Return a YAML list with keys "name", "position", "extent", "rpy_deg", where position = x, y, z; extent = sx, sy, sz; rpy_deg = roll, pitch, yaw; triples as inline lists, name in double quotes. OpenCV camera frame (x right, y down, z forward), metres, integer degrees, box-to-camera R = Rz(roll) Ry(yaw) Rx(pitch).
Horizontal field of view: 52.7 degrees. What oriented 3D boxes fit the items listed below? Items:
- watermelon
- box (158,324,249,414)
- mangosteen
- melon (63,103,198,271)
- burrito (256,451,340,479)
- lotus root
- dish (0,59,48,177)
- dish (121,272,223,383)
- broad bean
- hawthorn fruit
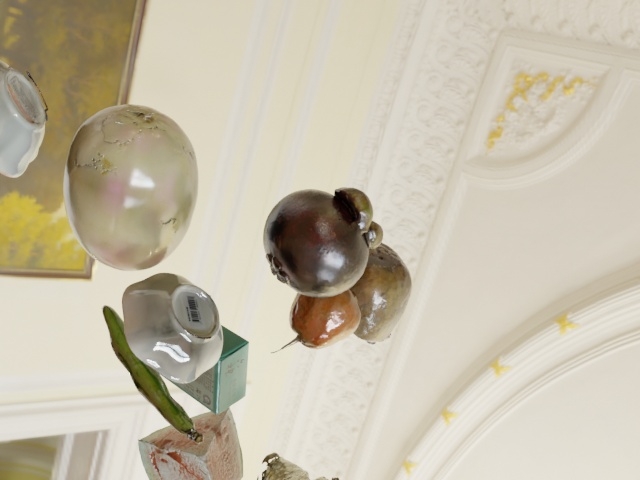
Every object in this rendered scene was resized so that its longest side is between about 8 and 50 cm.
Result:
- name: "watermelon"
  position: [-0.292, 0.552, 1.636]
  extent: [0.201, 0.262, 0.212]
  rpy_deg: [-12, -84, 55]
- name: "box"
  position: [-0.272, 0.244, 1.394]
  extent: [0.245, 0.092, 0.153]
  rpy_deg: [25, -58, 30]
- name: "mangosteen"
  position: [0.000, 0.000, 1.123]
  extent: [0.210, 0.210, 0.209]
  rpy_deg: [-8, -100, 53]
- name: "melon"
  position: [-0.324, -0.087, 1.108]
  extent: [0.223, 0.223, 0.317]
  rpy_deg: [63, -33, 36]
- name: "burrito"
  position: [-0.033, 0.494, 1.155]
  extent: [0.348, 0.107, 0.175]
  rpy_deg: [158, -67, -66]
- name: "lotus root"
  position: [0.103, 0.092, 1.523]
  extent: [0.272, 0.272, 0.192]
  rpy_deg: [55, -51, 40]
- name: "dish"
  position: [-0.517, -0.223, 1.069]
  extent: [0.081, 0.229, 0.229]
  rpy_deg: [-19, -115, 7]
- name: "dish"
  position: [-0.211, 0.121, 0.997]
  extent: [0.066, 0.191, 0.190]
  rpy_deg: [-33, -121, 29]
- name: "broad bean"
  position: [-0.300, 0.234, 1.111]
  extent: [0.297, 0.043, 0.060]
  rpy_deg: [52, -45, 9]
- name: "hawthorn fruit"
  position: [0.003, 0.160, 1.296]
  extent: [0.149, 0.149, 0.189]
  rpy_deg: [26, -88, 52]
